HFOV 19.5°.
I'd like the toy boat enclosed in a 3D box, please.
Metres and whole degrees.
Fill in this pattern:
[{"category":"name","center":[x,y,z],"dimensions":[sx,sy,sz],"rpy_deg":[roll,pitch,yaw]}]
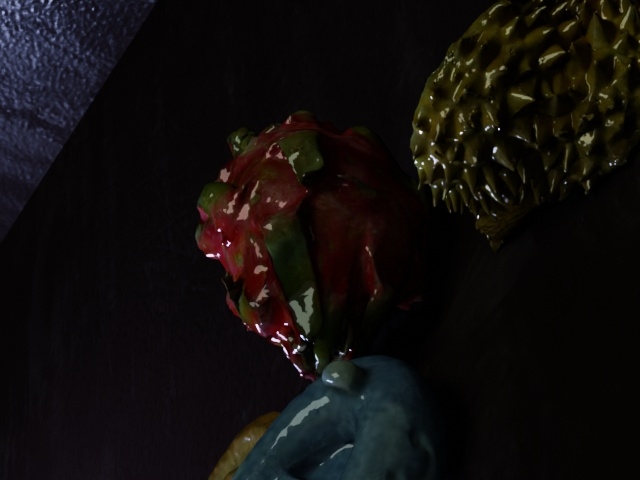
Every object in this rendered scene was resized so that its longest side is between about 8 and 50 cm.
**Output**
[{"category":"toy boat","center":[-0.011,0.241,1.761],"dimensions":[0.330,0.123,0.215],"rpy_deg":[-51,33,-16]}]

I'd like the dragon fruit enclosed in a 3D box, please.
[{"category":"dragon fruit","center":[-0.006,0.007,1.965],"dimensions":[0.237,0.231,0.302],"rpy_deg":[-40,50,36]}]

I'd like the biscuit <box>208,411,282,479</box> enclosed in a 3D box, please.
[{"category":"biscuit","center":[-0.053,0.285,1.970],"dimensions":[0.213,0.091,0.274],"rpy_deg":[-62,22,13]}]

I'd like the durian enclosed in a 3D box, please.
[{"category":"durian","center":[0.185,-0.129,1.740],"dimensions":[0.305,0.196,0.185],"rpy_deg":[-54,33,21]}]
